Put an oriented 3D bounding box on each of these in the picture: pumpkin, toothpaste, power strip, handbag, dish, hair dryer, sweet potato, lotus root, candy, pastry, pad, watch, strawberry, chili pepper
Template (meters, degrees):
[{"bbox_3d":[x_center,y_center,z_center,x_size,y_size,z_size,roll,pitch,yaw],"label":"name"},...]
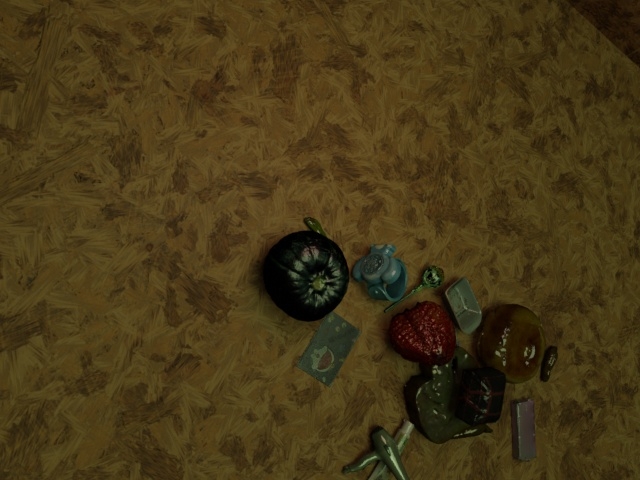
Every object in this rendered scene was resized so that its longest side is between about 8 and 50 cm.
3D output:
[{"bbox_3d":[-0.056,0.116,1.540,0.315,0.238,0.315,-5,107,-19],"label":"pumpkin"},{"bbox_3d":[0.273,0.852,1.728,0.314,0.058,0.056,-55,143,-13],"label":"toothpaste"},{"bbox_3d":[0.922,0.857,2.009,0.109,0.037,0.279,0,87,-23],"label":"power strip"},{"bbox_3d":[0.619,0.605,1.728,0.169,0.155,0.215,11,90,-39],"label":"handbag"},{"bbox_3d":[0.596,0.284,1.883,0.154,0.064,0.234,-30,97,-33],"label":"dish"},{"bbox_3d":[0.231,0.852,1.656,0.219,0.088,0.225,37,73,21],"label":"hair dryer"},{"bbox_3d":[1.077,0.579,2.085,0.053,0.054,0.182,27,79,-10],"label":"sweet potato"},{"bbox_3d":[0.522,0.634,1.821,0.375,0.111,0.390,31,74,-23],"label":"lotus root"},{"bbox_3d":[0.378,0.203,1.812,0.305,0.083,0.091,-31,62,-12],"label":"candy"},{"bbox_3d":[0.837,0.450,1.937,0.356,0.164,0.356,1,88,-29],"label":"pastry"},{"bbox_3d":[0.034,0.408,1.678,0.170,0.006,0.245,38,74,-16],"label":"pad"},{"bbox_3d":[0.254,0.133,1.709,0.193,0.211,0.211,44,70,-36],"label":"watch"},{"bbox_3d":[0.631,0.804,1.875,0.249,0.069,0.059,-2,48,-23],"label":"sweet potato"},{"bbox_3d":[0.404,0.372,1.686,0.250,0.288,0.238,-40,113,0],"label":"strawberry"},{"bbox_3d":[0.000,0.000,1.668,0.052,0.050,0.201,-24,95,-59],"label":"chili pepper"}]

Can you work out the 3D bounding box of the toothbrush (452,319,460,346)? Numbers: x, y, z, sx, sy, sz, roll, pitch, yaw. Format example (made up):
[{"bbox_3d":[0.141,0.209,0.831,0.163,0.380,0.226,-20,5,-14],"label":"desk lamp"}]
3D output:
[{"bbox_3d":[0.582,0.378,1.907,0.011,0.014,0.167,-10,90,-40],"label":"toothbrush"}]
